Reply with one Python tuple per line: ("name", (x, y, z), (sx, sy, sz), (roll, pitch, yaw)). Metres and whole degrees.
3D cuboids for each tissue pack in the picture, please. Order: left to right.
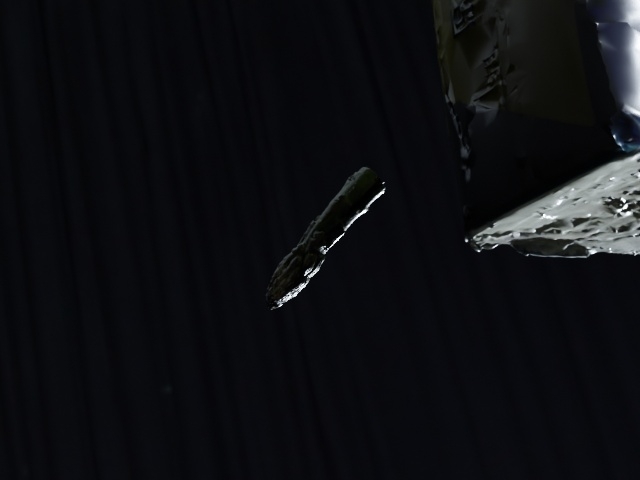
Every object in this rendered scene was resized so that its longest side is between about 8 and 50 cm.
("tissue pack", (0.254, -0.210, 1.528), (0.253, 0.416, 0.264), (3, 161, -28))

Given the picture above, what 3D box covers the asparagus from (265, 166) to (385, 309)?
("asparagus", (0.000, 0.000, 1.628), (0.165, 0.030, 0.036), (-52, 132, -16))
